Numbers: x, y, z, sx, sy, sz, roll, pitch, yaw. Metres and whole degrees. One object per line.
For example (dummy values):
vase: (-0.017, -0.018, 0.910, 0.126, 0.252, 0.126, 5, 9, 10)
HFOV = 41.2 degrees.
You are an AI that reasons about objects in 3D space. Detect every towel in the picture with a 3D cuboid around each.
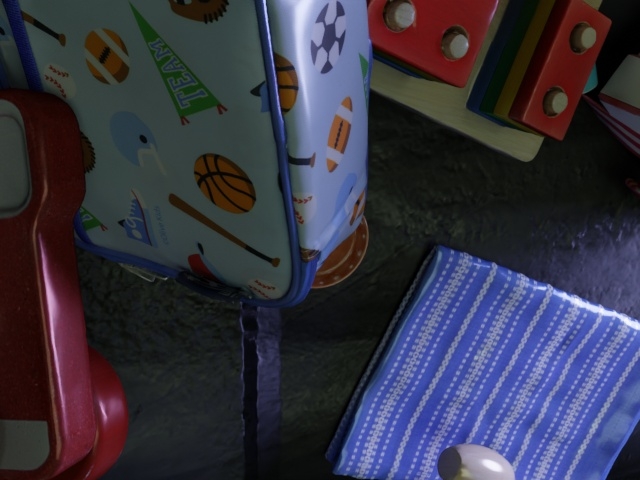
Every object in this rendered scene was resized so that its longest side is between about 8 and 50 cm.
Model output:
towel: (0.193, 0.160, 0.848, 0.335, 0.040, 0.243, 20, 102, -27)

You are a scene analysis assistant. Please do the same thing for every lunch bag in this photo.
lunch bag: (-0.095, -0.101, 0.498, 0.115, 0.243, 0.303, -51, 149, -43)

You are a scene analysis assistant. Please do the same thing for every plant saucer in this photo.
plant saucer: (0.000, 0.000, 0.717, 0.083, 0.013, 0.084, -8, 113, -19)

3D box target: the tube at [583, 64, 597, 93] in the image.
tube: (0.182, -0.219, 0.683, 0.080, 0.052, 0.207, -29, 115, -27)

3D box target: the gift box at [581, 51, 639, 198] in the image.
gift box: (0.393, -0.113, 0.696, 0.276, 0.255, 0.258, 33, 95, -35)

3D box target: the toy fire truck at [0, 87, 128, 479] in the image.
toy fire truck: (-0.265, 0.045, 0.519, 0.302, 0.169, 0.254, -3, 93, 24)

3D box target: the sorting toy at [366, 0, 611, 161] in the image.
sorting toy: (0.123, -0.204, 0.566, 0.257, 0.089, 0.256, 18, 97, -34)

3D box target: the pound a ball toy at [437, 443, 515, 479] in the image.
pound a ball toy: (0.119, 0.363, 0.817, 0.135, 0.208, 0.319, 13, 133, -26)
